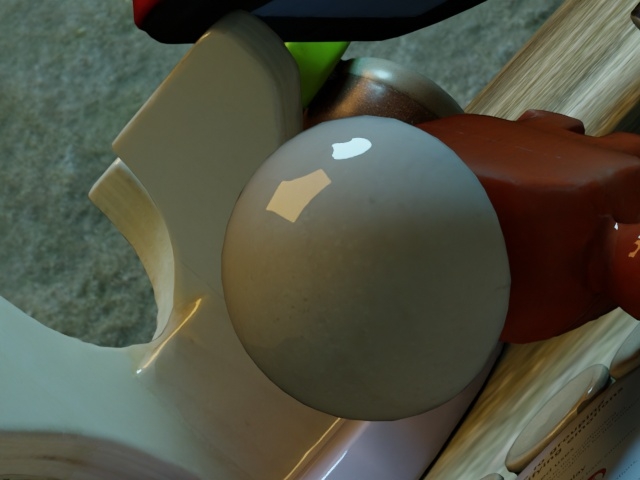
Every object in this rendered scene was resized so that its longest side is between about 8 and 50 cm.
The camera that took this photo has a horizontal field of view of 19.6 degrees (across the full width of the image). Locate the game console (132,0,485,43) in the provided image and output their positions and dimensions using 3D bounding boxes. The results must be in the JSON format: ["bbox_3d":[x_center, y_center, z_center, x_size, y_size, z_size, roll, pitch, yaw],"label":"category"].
[{"bbox_3d":[0.121,-0.167,0.755,0.342,0.060,0.386,-20,0,20],"label":"game console"}]

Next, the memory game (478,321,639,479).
[{"bbox_3d":[0.052,0.062,0.398,0.186,0.012,0.186,-47,2,2],"label":"memory game"}]

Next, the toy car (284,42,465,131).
[{"bbox_3d":[0.000,0.000,1.017,0.188,0.155,0.149,-57,4,-17],"label":"toy car"}]

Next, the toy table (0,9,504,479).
[{"bbox_3d":[-0.049,0.050,0.712,0.252,0.161,0.274,-46,3,19],"label":"toy table"}]

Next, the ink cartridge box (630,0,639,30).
[{"bbox_3d":[0.222,-0.159,0.494,0.332,0.065,0.165,-46,1,9],"label":"ink cartridge box"}]

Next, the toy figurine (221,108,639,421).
[{"bbox_3d":[0.045,-0.090,0.370,0.209,0.213,0.148,-31,-8,31],"label":"toy figurine"}]
